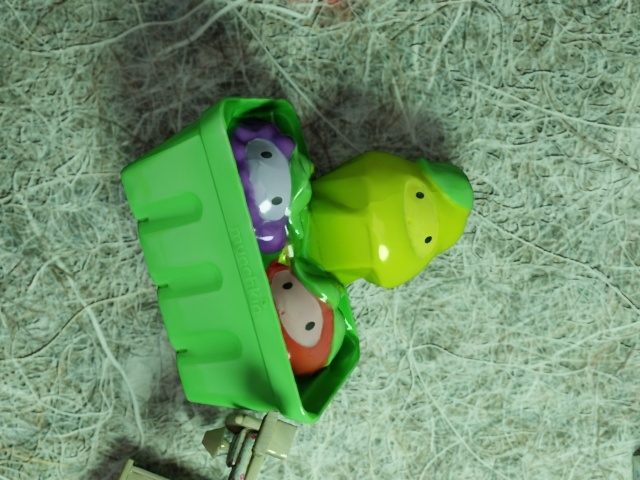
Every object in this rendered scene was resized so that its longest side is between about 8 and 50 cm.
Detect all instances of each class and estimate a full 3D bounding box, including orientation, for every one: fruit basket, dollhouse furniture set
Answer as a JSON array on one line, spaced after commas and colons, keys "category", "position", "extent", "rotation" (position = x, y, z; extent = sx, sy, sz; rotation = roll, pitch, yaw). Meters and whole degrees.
[{"category": "fruit basket", "position": [0.000, 0.000, 0.852], "extent": [0.393, 0.283, 0.391], "rotation": [3, 101, 17]}, {"category": "dollhouse furniture set", "position": [-0.181, 0.340, 0.812], "extent": [0.174, 0.355, 0.303], "rotation": [22, 66, -3]}]

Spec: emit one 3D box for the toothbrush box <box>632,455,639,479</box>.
[{"category": "toothbrush box", "position": [0.589, 0.355, 0.898], "extent": [0.296, 0.216, 0.126], "rotation": [-6, 96, 0]}]
